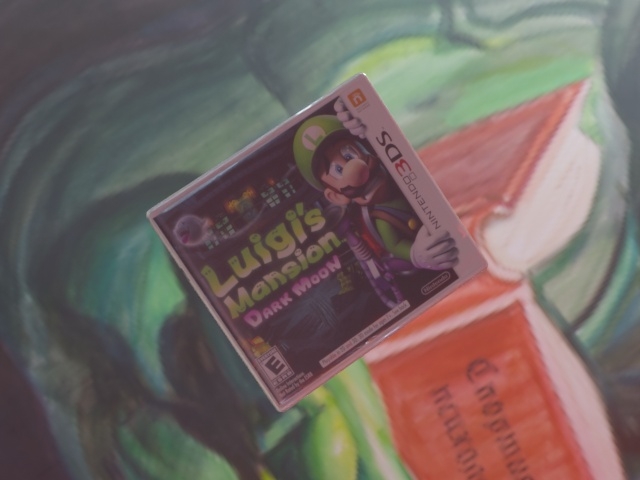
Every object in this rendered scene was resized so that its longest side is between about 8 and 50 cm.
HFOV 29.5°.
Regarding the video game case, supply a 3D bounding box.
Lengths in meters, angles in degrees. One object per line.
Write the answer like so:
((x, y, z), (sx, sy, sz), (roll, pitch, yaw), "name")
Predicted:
((0.000, 0.000, 0.881), (0.173, 0.190, 0.022), (56, -10, -4), "video game case")
